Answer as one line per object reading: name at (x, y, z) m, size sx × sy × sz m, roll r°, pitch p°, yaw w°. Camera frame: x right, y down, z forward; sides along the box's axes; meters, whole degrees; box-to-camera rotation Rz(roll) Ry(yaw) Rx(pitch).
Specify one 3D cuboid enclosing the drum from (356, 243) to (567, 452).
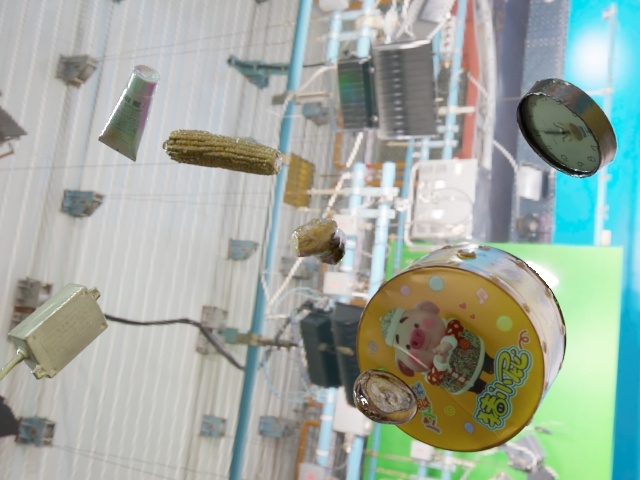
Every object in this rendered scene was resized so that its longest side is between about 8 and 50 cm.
drum at (0.303, 0.228, 1.566) m, size 0.214 × 0.431 × 0.430 m, roll -20°, pitch -71°, yaw -60°

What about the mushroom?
mushroom at (0.114, 0.283, 1.289) m, size 0.123 × 0.123 × 0.052 m, roll -33°, pitch -29°, yaw -53°

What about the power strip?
power strip at (-0.351, 0.128, 0.928) m, size 0.175 × 0.042 × 0.075 m, roll -47°, pitch -49°, yaw -39°

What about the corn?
corn at (-0.253, -0.224, 1.842) m, size 0.097 × 0.320 × 0.096 m, roll 12°, pitch -90°, yaw -77°

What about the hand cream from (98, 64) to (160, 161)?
hand cream at (-0.322, -0.215, 1.226) m, size 0.174 × 0.076 × 0.047 m, roll -56°, pitch 4°, yaw 36°

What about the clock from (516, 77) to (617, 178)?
clock at (0.405, -0.183, 1.205) m, size 0.040 × 0.184 × 0.184 m, roll -39°, pitch -49°, yaw -13°

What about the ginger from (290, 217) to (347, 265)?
ginger at (0.000, 0.002, 1.425) m, size 0.095 × 0.069 × 0.190 m, roll -66°, pitch -26°, yaw -3°
